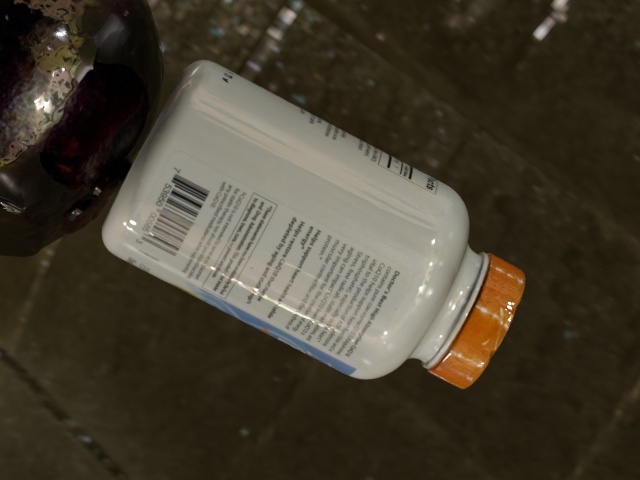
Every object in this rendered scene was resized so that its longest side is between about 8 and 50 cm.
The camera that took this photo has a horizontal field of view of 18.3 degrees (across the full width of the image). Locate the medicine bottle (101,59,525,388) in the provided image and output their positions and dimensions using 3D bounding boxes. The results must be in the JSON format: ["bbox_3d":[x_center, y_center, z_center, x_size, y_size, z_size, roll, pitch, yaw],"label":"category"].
[{"bbox_3d":[0.000,0.000,1.434,0.288,0.157,0.157,28,90,-5],"label":"medicine bottle"}]

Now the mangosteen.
[{"bbox_3d":[-0.264,-0.122,1.490,0.287,0.287,0.233,11,79,33],"label":"mangosteen"}]
